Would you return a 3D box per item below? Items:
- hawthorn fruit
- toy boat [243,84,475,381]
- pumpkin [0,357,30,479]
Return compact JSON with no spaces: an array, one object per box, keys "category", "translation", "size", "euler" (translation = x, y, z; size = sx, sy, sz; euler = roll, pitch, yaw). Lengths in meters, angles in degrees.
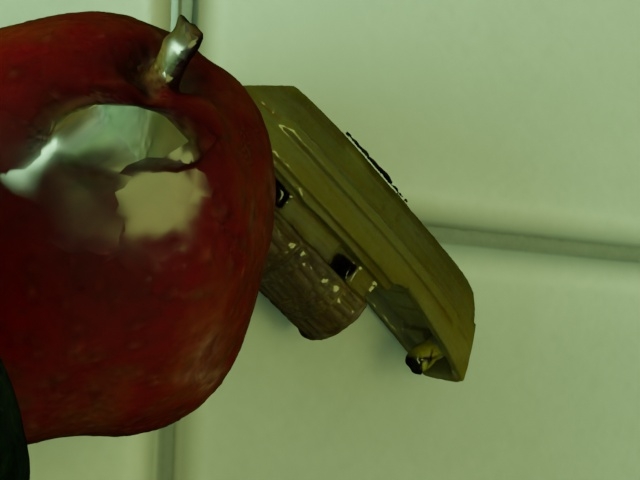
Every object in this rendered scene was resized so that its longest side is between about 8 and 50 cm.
[{"category":"hawthorn fruit","translation":[-0.101,-0.016,0.635],"size":[0.185,0.202,0.185],"euler":[21,40,-19]},{"category":"toy boat","translation":[0.000,0.000,0.796],"size":[0.226,0.068,0.088],"euler":[48,68,-26]},{"category":"pumpkin","translation":[-0.248,0.097,0.483],"size":[0.323,0.241,0.323],"euler":[1,97,5]}]
